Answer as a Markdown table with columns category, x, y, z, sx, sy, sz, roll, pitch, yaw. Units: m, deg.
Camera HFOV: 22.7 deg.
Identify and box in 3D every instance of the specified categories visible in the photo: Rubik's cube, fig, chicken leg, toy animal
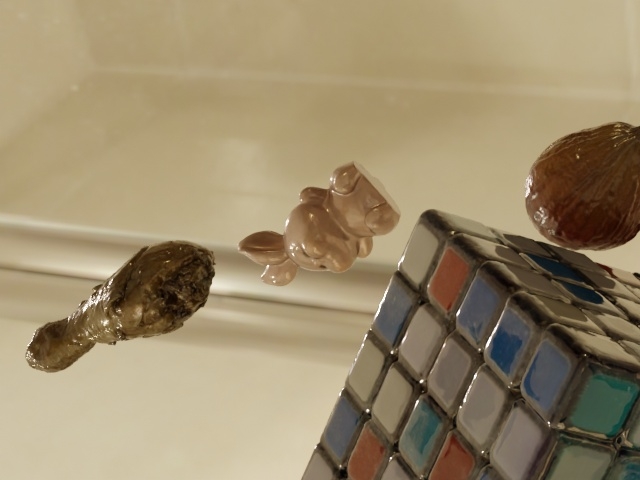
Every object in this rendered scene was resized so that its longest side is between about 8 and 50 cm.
| category | x | y | z | sx | sy | sz | roll | pitch | yaw |
| --- | --- | --- | --- | --- | --- | --- | --- | --- | --- |
| Rubik's cube | 0.194 | 0.179 | 1.266 | 0.292 | 0.293 | 0.286 | 16 | -74 | -30 |
| fig | 0.261 | -0.050 | 1.409 | 0.119 | 0.153 | 0.119 | 36 | -136 | -45 |
| chicken leg | -0.173 | 0.060 | 1.315 | 0.069 | 0.198 | 0.085 | 42 | -146 | -32 |
| toy animal | 0.000 | 0.001 | 1.999 | 0.124 | 0.212 | 0.124 | 43 | -162 | -18 |
